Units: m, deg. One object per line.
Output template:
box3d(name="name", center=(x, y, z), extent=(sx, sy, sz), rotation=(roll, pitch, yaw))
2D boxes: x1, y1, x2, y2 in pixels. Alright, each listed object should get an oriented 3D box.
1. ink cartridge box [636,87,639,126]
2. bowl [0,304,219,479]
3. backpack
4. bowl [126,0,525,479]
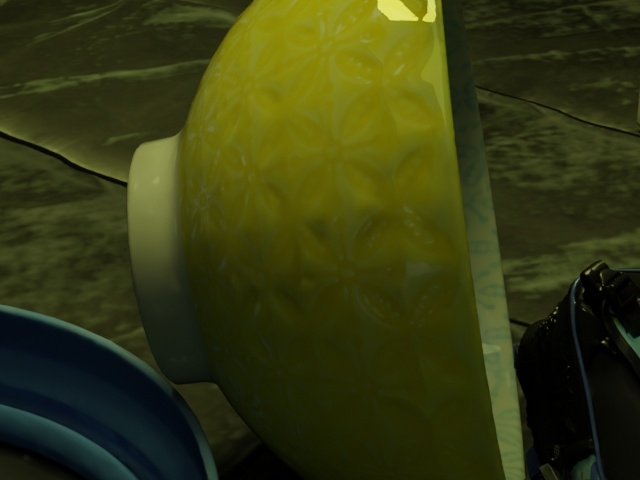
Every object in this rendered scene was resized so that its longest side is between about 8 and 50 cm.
box3d(name="ink cartridge box", center=(0.290, -0.152, 1.094), extent=(0.100, 0.237, 0.172), rotation=(-13, 31, -22))
box3d(name="bowl", center=(-0.233, 0.155, 0.761), extent=(0.391, 0.077, 0.391), rotation=(-3, 29, 1))
box3d(name="backpack", center=(0.170, 0.105, 0.765), extent=(0.158, 0.117, 0.173), rotation=(0, 66, -19))
box3d(name="bowl", center=(0.000, 0.000, 0.820), extent=(0.156, 0.289, 0.289), rotation=(-7, 29, 8))
